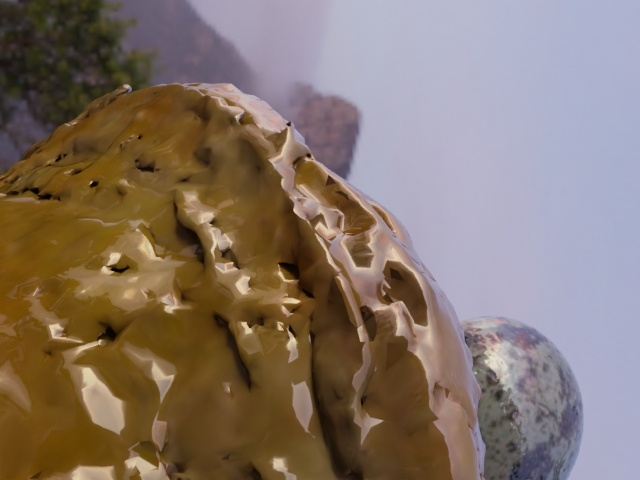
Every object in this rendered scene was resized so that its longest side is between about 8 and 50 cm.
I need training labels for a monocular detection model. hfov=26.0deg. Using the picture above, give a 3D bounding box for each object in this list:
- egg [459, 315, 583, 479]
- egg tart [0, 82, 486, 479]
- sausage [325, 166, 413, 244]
[{"bbox_3d":[0.104,0.134,0.929,0.132,0.132,0.172,110,2,-80],"label":"egg"},{"bbox_3d":[-0.092,0.103,0.429,0.341,0.129,0.341,-10,-103,47],"label":"egg tart"},{"bbox_3d":[0.000,0.000,1.266,0.253,0.123,0.123,27,50,-58],"label":"sausage"}]
